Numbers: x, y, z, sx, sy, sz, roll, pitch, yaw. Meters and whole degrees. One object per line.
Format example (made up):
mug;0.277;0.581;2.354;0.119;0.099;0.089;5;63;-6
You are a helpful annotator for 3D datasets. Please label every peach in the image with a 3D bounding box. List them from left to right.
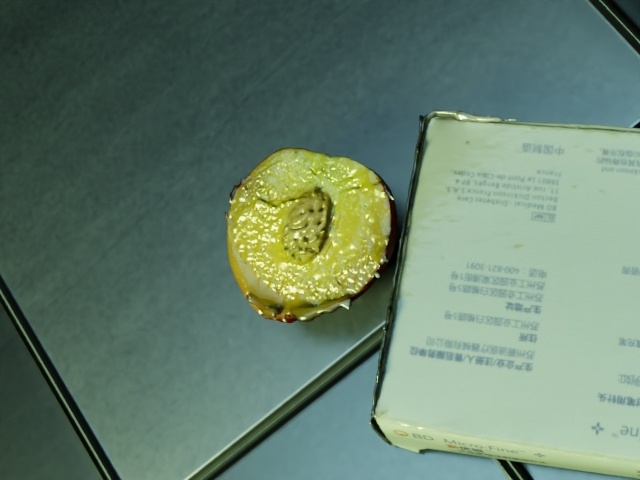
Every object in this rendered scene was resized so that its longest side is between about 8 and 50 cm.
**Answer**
peach;0.001;-0.001;0.689;0.098;0.061;0.098;-1;87;22

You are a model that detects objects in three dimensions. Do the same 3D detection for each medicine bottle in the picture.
medicine bottle;0.134;0.027;0.638;0.201;0.052;0.171;5;77;20
